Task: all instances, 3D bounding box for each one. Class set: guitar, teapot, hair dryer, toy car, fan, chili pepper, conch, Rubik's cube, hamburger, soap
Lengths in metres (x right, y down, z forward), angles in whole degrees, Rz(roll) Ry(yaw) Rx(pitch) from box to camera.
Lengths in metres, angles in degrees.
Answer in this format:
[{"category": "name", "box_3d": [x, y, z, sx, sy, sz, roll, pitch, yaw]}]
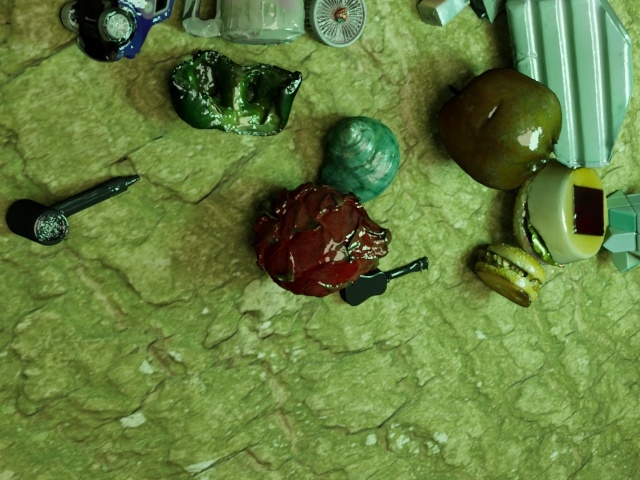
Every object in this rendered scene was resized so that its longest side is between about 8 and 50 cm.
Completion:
[{"category": "guitar", "box_3d": [0.170, 0.091, 1.818, 0.271, 0.038, 0.084, -15, 115, -26]}, {"category": "teapot", "box_3d": [-0.139, -0.466, 1.399, 0.163, 0.221, 0.178, -21, 112, -68]}, {"category": "hair dryer", "box_3d": [-0.436, -0.071, 1.354, 0.255, 0.128, 0.070, -31, 119, -32]}, {"category": "toy car", "box_3d": [-0.341, -0.426, 1.265, 0.158, 0.172, 0.235, -10, 116, -44]}, {"category": "fan", "box_3d": [0.030, -0.522, 1.505, 0.130, 0.074, 0.244, -10, 110, -28]}, {"category": "chili pepper", "box_3d": [-0.182, -0.287, 1.445, 0.264, 0.116, 0.148, -2, 118, -30]}, {"category": "conch", "box_3d": [0.083, -0.181, 1.615, 0.196, 0.134, 0.202, -41, 123, -15]}, {"category": "Rubik's cube", "box_3d": [0.931, -0.020, 2.137, 0.265, 0.224, 0.213, -27, 119, -28]}, {"category": "hamburger", "box_3d": [0.634, -0.074, 1.954, 0.302, 0.170, 0.302, 1, 88, -43]}, {"category": "hamburger", "box_3d": [0.496, 0.080, 1.935, 0.118, 0.191, 0.182, -58, 166, -12]}, {"category": "soap", "box_3d": [0.616, -0.400, 1.782, 0.156, 0.261, 0.446, -57, 137, -52]}]

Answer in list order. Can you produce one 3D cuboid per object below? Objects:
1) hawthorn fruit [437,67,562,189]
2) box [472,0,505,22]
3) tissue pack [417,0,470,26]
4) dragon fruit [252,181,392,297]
[{"category": "hawthorn fruit", "box_3d": [0.406, -0.270, 1.715, 0.268, 0.301, 0.268, -40, 153, -26]}, {"category": "box", "box_3d": [0.385, -0.638, 1.643, 0.211, 0.045, 0.270, -58, 150, -2]}, {"category": "tissue pack", "box_3d": [0.276, -0.531, 1.654, 0.094, 0.074, 0.059, -42, 130, -14]}, {"category": "dragon fruit", "box_3d": [0.000, 0.000, 1.551, 0.299, 0.244, 0.244, 1, 110, 8]}]
